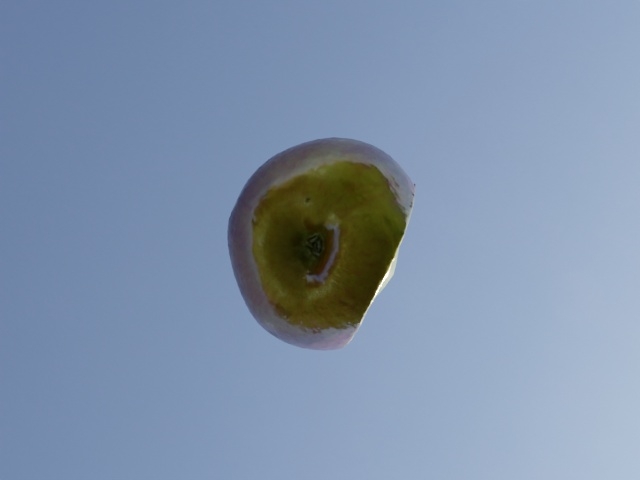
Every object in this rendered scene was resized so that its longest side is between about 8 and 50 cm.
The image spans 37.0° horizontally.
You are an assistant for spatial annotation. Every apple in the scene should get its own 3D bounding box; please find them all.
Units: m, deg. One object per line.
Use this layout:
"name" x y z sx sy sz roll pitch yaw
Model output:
"apple" 0.000 0.000 0.861 0.160 0.173 0.195 31 -80 15
